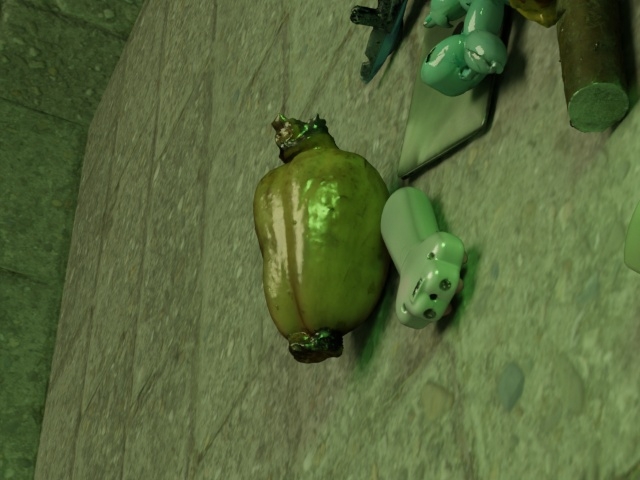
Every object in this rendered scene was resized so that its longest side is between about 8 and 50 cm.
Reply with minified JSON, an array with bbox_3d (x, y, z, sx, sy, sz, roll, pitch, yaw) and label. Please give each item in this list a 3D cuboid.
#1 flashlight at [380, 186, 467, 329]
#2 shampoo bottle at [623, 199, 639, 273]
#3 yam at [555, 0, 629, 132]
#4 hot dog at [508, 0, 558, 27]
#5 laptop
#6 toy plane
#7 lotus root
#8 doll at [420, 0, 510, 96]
[{"bbox_3d":[0.093,0.010,1.349,0.200,0.047,0.093,-104,37,-65],"label":"flashlight"},{"bbox_3d":[0.252,0.000,0.858,0.072,0.049,0.212,-69,17,-6],"label":"shampoo bottle"},{"bbox_3d":[0.211,-0.148,1.134,0.054,0.054,0.132,127,154,-47],"label":"yam"},{"bbox_3d":[0.160,-0.275,1.190,0.103,0.213,0.146,-7,42,32],"label":"hot dog"},{"bbox_3d":[0.143,-0.205,1.463,0.187,0.015,0.269,148,137,-64],"label":"laptop"},{"bbox_3d":[0.080,-0.291,1.638,0.169,0.078,0.246,-103,35,-59],"label":"toy plane"},{"bbox_3d":[0.000,0.000,1.494,0.154,0.140,0.257,-25,58,50],"label":"lotus root"},{"bbox_3d":[0.147,-0.209,1.352,0.158,0.059,0.159,-59,30,13],"label":"doll"}]
